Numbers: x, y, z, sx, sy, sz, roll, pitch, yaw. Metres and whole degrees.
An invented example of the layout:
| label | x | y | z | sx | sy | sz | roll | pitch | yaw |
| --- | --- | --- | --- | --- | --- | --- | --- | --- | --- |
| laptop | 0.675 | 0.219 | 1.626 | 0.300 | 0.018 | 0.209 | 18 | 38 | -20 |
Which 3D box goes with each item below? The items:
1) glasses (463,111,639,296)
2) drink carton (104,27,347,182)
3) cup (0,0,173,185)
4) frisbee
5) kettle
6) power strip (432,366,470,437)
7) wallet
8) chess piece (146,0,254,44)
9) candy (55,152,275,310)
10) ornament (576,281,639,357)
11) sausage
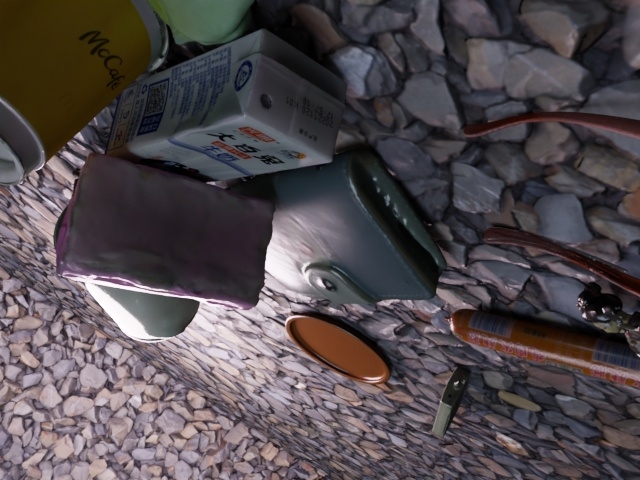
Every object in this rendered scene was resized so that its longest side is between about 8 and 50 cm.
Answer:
| label | x | y | z | sx | sy | sz | roll | pitch | yaw |
| --- | --- | --- | --- | --- | --- | --- | --- | --- | --- |
| glasses | 0.286 | -0.041 | 0.606 | 0.268 | 0.118 | 0.234 | 34 | 161 | 41 |
| drink carton | -0.125 | -0.141 | 0.732 | 0.314 | 0.107 | 0.130 | -1 | 165 | 45 |
| cup | -0.294 | -0.204 | 0.663 | 0.196 | 0.280 | 0.196 | 18 | 148 | 12 |
| frisbee | 0.036 | 0.230 | 1.297 | 0.250 | 0.021 | 0.251 | 24 | 152 | 14 |
| kettle | -0.392 | 0.042 | 1.229 | 0.264 | 0.205 | 0.318 | 19 | 152 | 16 |
| power strip | 0.244 | 0.305 | 1.151 | 0.029 | 0.080 | 0.227 | 26 | 151 | 20 |
| wallet | 0.000 | 0.000 | 0.906 | 0.360 | 0.083 | 0.252 | -8 | 127 | 52 |
| chess piece | -0.152 | -0.290 | 0.544 | 0.175 | 0.176 | 0.298 | 7 | 157 | 37 |
| candy | -0.201 | -0.004 | 0.806 | 0.264 | 0.156 | 0.115 | 15 | 165 | -29 |
| ornament | 0.374 | 0.119 | 0.679 | 0.196 | 0.153 | 0.166 | 25 | 152 | 32 |
| sausage | 0.332 | 0.148 | 0.840 | 0.347 | 0.053 | 0.053 | 11 | 146 | 34 |
